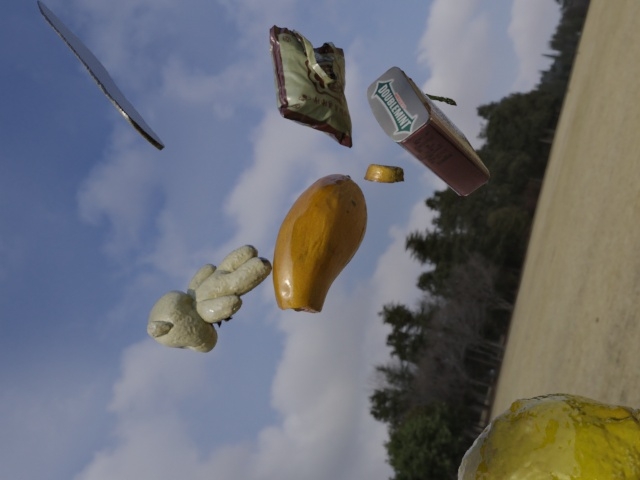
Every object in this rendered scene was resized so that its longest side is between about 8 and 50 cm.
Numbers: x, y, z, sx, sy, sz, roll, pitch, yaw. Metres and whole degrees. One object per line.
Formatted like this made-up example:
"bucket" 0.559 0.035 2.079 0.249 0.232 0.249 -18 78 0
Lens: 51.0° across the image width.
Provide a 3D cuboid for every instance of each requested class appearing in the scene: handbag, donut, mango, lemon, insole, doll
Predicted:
"handbag" -0.015 -0.328 1.418 0.213 0.127 0.235 11 -114 -42
"donut" 0.160 -0.170 1.696 0.108 0.097 0.043 -16 -66 -64
"mango" -0.003 -0.001 1.415 0.187 0.144 0.359 58 -135 -31
"lemon" 0.326 0.343 0.901 0.322 0.268 0.268 -62 -10 32
"insole" -0.286 -0.217 0.846 0.009 0.348 0.119 -43 -34 1
"doll" -0.219 0.126 1.387 0.278 0.149 0.175 -38 3 -7

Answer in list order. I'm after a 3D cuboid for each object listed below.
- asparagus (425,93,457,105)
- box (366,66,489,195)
"asparagus" 0.227 -0.293 1.381 0.015 0.114 0.014 99 180 -56
"box" 0.165 -0.155 0.992 0.069 0.120 0.224 -38 -33 20
